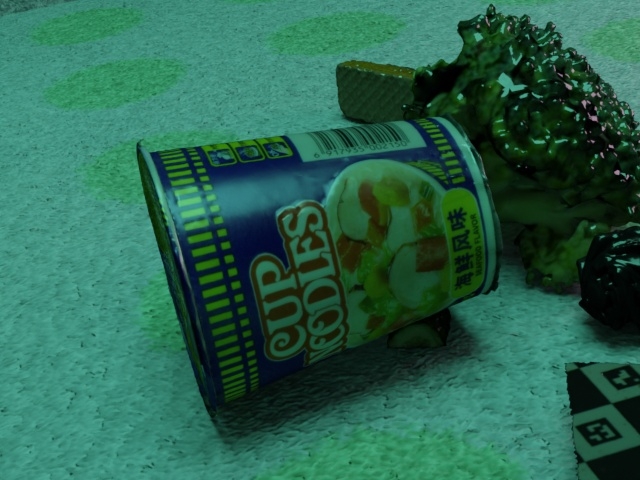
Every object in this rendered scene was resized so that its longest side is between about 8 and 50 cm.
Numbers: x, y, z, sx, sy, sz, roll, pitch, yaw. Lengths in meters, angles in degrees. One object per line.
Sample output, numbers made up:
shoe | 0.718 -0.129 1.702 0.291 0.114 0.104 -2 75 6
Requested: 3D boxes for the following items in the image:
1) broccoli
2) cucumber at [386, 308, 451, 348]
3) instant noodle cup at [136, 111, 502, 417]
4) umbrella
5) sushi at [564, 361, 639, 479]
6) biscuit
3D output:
broccoli | 0.212 -0.107 1.238 0.281 0.293 0.348 -47 17 7
cucumber | 0.108 0.076 1.142 0.067 0.035 0.107 -4 27 11
instant noodle cup | 0.000 0.000 1.053 0.312 0.284 0.284 -15 29 -11
umbrella | 0.417 0.014 1.127 0.340 0.118 0.118 -14 28 -30
sushi | 0.342 0.204 0.821 0.292 0.059 0.294 0 29 13
biscuit | 0.170 -0.201 1.575 0.379 0.094 0.054 21 34 40
